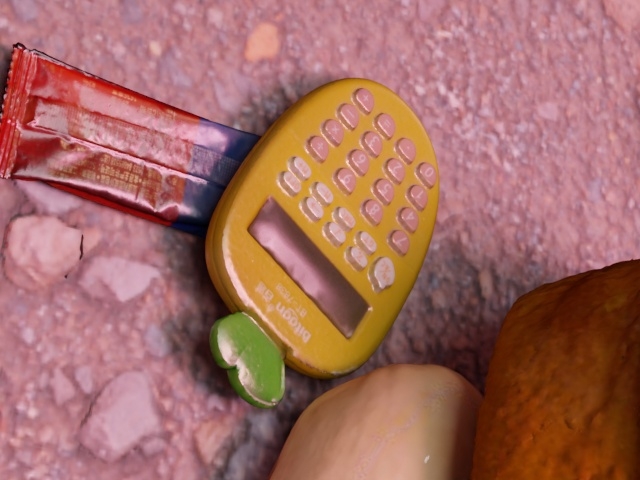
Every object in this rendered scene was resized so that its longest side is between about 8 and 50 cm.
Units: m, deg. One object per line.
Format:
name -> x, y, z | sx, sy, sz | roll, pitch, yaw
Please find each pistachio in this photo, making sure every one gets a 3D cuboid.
pistachio -> 0.038, 0.161, 1.074 | 0.145, 0.117, 0.200 | 31, 61, 4

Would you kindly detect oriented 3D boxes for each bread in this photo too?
bread -> 0.195, 0.156, 1.083 | 0.312, 0.172, 0.312 | -4, 90, -69

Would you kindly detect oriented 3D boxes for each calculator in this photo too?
calculator -> 0.000, 0.000, 1.126 | 0.146, 0.032, 0.235 | 48, 58, -24

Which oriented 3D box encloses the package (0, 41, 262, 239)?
package -> -0.103, -0.049, 1.094 | 0.200, 0.022, 0.083 | 20, 73, -28
